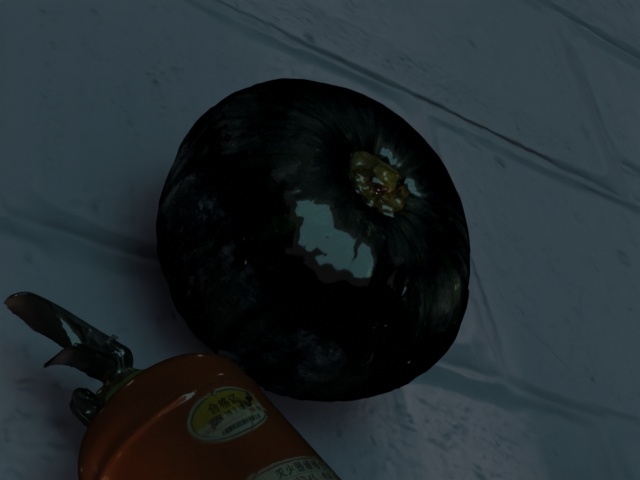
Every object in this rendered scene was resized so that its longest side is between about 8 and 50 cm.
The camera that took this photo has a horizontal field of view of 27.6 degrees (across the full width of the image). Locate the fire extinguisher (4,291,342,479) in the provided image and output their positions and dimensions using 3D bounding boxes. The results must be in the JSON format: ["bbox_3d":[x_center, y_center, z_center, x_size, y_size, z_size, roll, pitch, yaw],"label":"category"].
[{"bbox_3d":[-0.025,0.177,0.712,0.376,0.113,0.200,44,-12,27],"label":"fire extinguisher"}]

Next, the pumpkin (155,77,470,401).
[{"bbox_3d":[0.000,0.000,0.894,0.233,0.163,0.233,26,40,-24],"label":"pumpkin"}]
